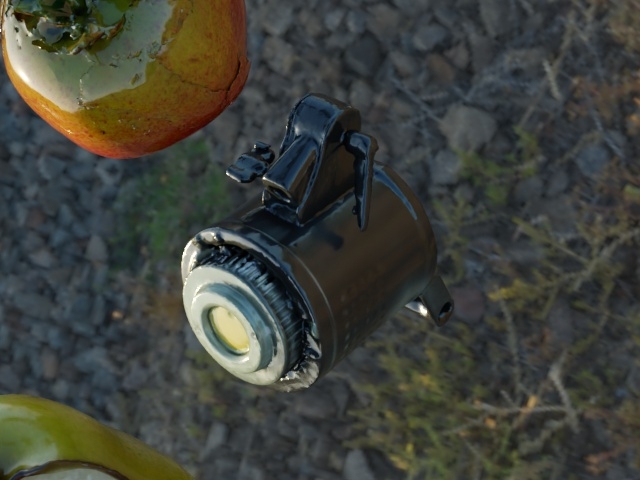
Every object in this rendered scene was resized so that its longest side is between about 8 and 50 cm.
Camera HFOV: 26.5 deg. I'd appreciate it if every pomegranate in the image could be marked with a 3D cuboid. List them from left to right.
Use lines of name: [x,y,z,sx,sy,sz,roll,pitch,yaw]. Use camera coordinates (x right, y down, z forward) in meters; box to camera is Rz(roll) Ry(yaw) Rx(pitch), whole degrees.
pomegranate: [-0.162,-0.170,1.101,0.210,0.235,0.210,0,89,19]

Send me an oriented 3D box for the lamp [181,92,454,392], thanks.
lamp: [-0.017,0.041,1.493,0.205,0.374,0.272,26,65,32]

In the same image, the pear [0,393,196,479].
pear: [-0.253,0.283,1.205,0.191,0.340,0.387,-118,19,-54]
